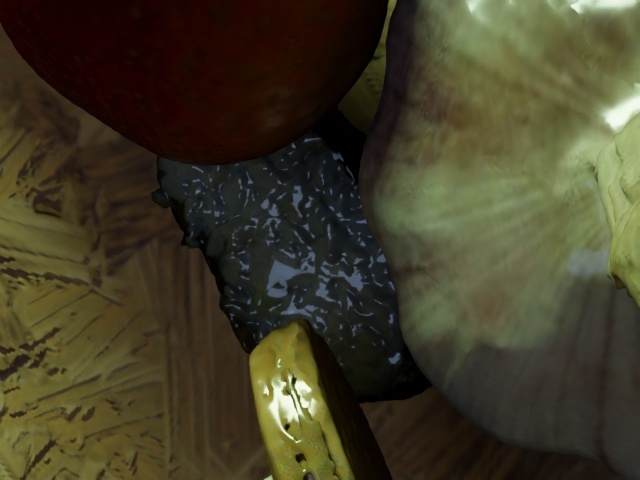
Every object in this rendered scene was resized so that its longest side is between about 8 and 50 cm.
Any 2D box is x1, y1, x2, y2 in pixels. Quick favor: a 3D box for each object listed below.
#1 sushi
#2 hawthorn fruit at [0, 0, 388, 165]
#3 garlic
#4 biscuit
[{"bbox_3d":[0.000,0.000,0.628,0.090,0.078,0.150,-41,75,19],"label":"sushi"},{"bbox_3d":[-0.048,-0.124,0.533,0.169,0.188,0.169,-1,61,3],"label":"hawthorn fruit"},{"bbox_3d":[0.114,-0.018,0.473,0.245,0.253,0.245,3,100,20],"label":"garlic"},{"bbox_3d":[0.043,0.191,0.541,0.047,0.216,0.340,-24,98,4],"label":"biscuit"}]
